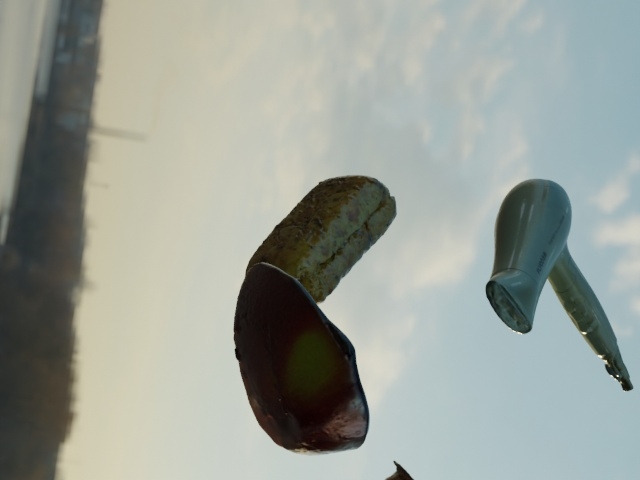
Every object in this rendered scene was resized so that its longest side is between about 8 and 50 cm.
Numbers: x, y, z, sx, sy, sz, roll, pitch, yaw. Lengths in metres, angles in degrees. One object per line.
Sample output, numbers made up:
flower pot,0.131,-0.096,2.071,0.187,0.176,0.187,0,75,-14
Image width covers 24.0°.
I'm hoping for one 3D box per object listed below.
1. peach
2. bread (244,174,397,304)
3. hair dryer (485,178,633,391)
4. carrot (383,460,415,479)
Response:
peach,-0.043,0.114,1.395,0.279,0.068,0.189,-6,-76,69
bread,0.000,0.000,1.795,0.211,0.114,0.083,-51,123,-42
hair dryer,0.244,0.075,1.484,0.075,0.237,0.206,-26,-157,29
carrot,0.038,0.368,1.503,0.254,0.196,0.196,-41,-174,-9
